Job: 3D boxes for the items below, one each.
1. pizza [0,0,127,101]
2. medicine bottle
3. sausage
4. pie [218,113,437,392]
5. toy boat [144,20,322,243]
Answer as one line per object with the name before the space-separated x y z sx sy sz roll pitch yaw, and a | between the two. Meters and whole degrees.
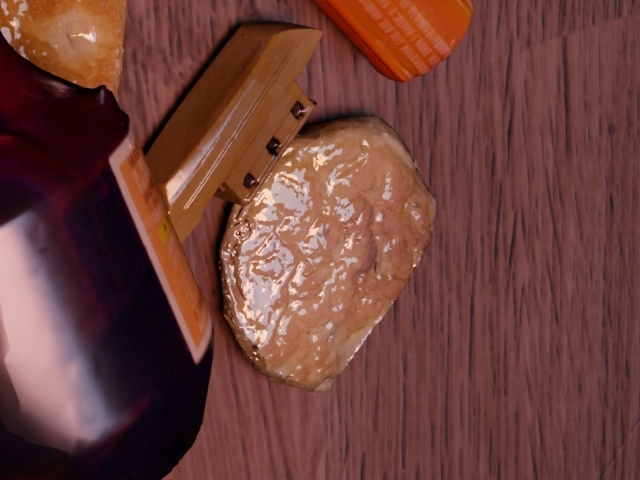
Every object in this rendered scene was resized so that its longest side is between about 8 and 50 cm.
pizza | -0.181 -0.179 0.955 0.134 0.056 0.271 -42 129 -29
medicine bottle | -0.214 -0.048 0.839 0.242 0.242 0.395 -31 116 -33
sausage | -0.008 -0.233 1.076 0.312 0.093 0.093 42 73 -42
pie | 0.002 0.001 1.186 0.218 0.052 0.185 -54 134 -14
toy boat | -0.066 -0.071 1.098 0.200 0.057 0.077 -56 139 -15
